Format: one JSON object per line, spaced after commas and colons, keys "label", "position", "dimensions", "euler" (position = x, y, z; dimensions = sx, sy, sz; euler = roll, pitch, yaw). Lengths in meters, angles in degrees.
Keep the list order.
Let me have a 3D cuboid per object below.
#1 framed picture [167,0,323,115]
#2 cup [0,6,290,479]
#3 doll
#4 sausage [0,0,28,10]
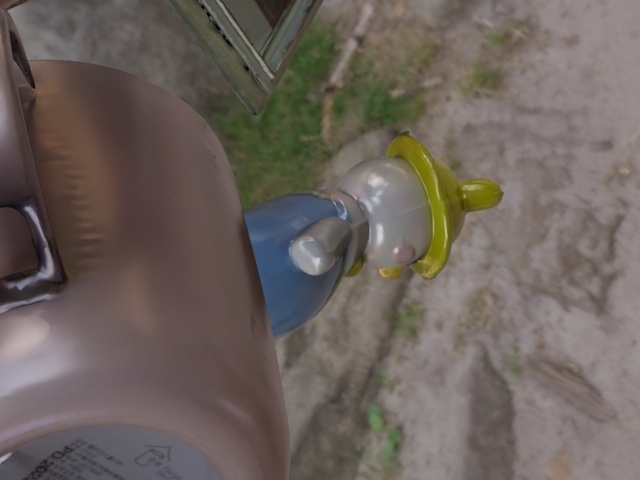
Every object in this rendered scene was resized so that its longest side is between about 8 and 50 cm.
{"label": "framed picture", "position": [-0.021, -0.224, 0.596], "dimensions": [0.016, 0.216, 0.273], "euler": [1, 53, 38]}
{"label": "cup", "position": [-0.117, 0.029, 0.608], "dimensions": [0.191, 0.253, 0.200], "euler": [-13, 41, -7]}
{"label": "doll", "position": [0.000, 0.001, 0.882], "dimensions": [0.099, 0.241, 0.135], "euler": [62, 160, 26]}
{"label": "sausage", "position": [-0.256, -0.169, 0.981], "dimensions": [0.078, 0.078, 0.304], "euler": [-12, 22, 42]}
